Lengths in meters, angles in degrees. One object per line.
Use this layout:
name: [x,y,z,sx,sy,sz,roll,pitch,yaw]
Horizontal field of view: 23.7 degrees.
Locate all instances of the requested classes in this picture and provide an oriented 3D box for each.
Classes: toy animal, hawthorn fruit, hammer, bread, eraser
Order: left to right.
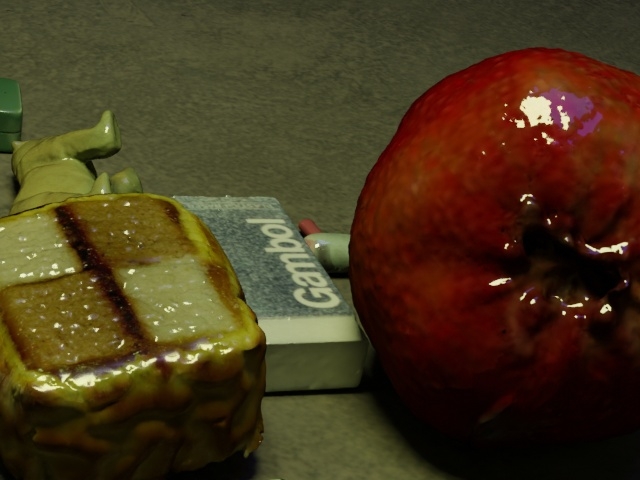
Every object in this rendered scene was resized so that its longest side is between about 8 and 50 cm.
toy animal: [-0.192,-0.034,1.146,0.101,0.103,0.219,-14,32,1]
bread: [-0.129,0.057,0.946,0.181,0.096,0.222,-9,32,-19]
eraser: [-0.045,0.034,1.100,0.091,0.046,0.212,0,29,-22]
hammer: [0.000,0.000,1.213,0.052,0.031,0.083,5,20,-23]
hawthorn fruit: [0.152,0.001,1.039,0.265,0.265,0.307,14,4,5]

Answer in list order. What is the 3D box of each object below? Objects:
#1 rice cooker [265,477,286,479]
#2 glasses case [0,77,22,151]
rice cooker: [-0.029,0.230,0.433,0.277,0.288,0.288,-11,34,-30]
glasses case: [-0.344,-0.113,1.276,0.184,0.039,0.078,4,27,-16]
